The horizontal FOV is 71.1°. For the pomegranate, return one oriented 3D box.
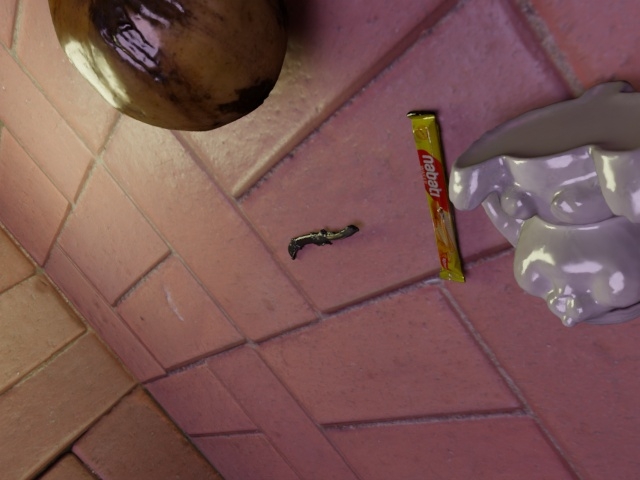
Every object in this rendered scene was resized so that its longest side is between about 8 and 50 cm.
[{"bbox_3d":[-0.197,-0.307,0.619,0.322,0.322,0.321,21,132,25],"label":"pomegranate"}]

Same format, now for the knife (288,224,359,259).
[{"bbox_3d":[-0.004,-0.005,0.882,0.222,0.021,0.045,-23,105,50],"label":"knife"}]

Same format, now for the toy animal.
[{"bbox_3d":[0.313,-0.021,0.511,0.272,0.206,0.264,3,133,55],"label":"toy animal"}]

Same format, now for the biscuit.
[{"bbox_3d":[0.184,-0.059,0.693,0.048,0.026,0.291,19,134,53],"label":"biscuit"}]
